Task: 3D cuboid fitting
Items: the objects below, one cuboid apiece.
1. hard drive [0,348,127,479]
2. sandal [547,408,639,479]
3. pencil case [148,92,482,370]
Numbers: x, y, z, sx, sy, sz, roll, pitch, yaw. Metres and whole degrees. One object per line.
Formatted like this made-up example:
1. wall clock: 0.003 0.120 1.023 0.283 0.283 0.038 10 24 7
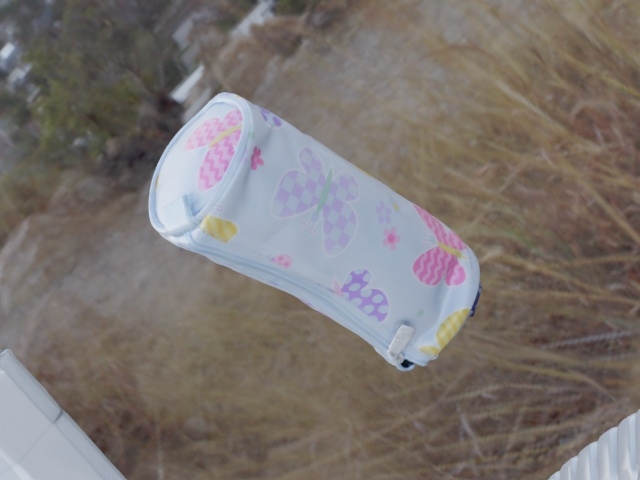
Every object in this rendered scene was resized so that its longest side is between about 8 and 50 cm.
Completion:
1. hard drive: -0.104 0.223 0.520 0.233 0.353 0.047 -25 19 39
2. sandal: 0.213 0.193 0.652 0.416 0.102 0.169 123 160 -66
3. pencil case: 0.000 0.000 0.825 0.113 0.273 0.124 -2 62 51
